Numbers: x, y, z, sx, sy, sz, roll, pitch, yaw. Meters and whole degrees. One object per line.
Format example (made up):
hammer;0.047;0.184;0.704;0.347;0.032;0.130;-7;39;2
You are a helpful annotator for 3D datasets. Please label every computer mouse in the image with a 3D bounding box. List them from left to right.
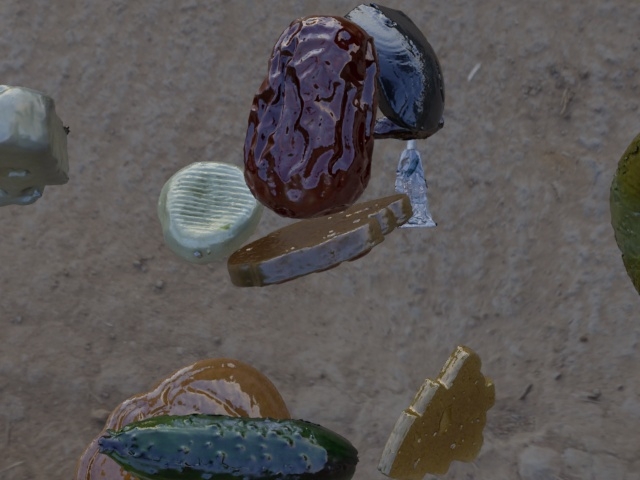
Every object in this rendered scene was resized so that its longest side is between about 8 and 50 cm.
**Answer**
computer mouse;0.113;-0.260;0.987;0.121;0.073;0.217;-16;69;-31

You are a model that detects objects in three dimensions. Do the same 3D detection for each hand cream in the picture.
hand cream;0.198;-0.120;1.465;0.083;0.050;0.257;2;51;-1

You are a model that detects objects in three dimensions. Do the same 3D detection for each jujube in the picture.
jujube;-0.007;-0.139;0.791;0.155;0.155;0.230;11;99;11

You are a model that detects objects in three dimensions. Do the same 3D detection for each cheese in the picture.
cheese;-0.557;-0.149;1.114;0.326;0.318;0.115;-12;75;25

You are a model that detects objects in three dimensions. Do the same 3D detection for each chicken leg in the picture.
chicken leg;0.147;-0.234;1.452;0.253;0.106;0.051;-12;75;-10

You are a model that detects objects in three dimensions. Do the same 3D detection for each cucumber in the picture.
cucumber;-0.072;0.180;0.577;0.227;0.069;0.069;11;76;-20

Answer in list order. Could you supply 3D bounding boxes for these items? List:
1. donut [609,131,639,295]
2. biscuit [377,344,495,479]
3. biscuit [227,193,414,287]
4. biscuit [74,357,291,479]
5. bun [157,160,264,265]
donut;0.361;-0.009;0.595;0.107;0.272;0.272;-26;73;-10
biscuit;0.171;0.270;0.995;0.238;0.212;0.041;-25;32;-30
biscuit;0.000;0.000;1.322;0.380;0.359;0.074;-17;102;2
biscuit;-0.230;0.408;1.220;0.350;0.078;0.455;48;50;-5
bun;-0.265;-0.063;1.617;0.259;0.160;0.260;0;71;0
